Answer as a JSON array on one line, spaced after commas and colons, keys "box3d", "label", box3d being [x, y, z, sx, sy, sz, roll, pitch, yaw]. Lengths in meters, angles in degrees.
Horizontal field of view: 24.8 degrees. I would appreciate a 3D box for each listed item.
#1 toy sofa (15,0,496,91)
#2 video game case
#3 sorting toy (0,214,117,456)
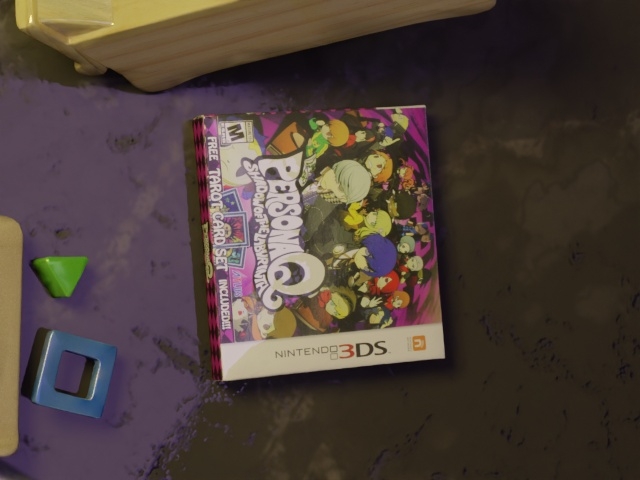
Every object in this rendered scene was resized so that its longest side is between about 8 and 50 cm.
[{"box3d": [-0.048, -0.241, 1.138, 0.363, 0.177, 0.150, -11, 74, 23], "label": "toy sofa"}, {"box3d": [0.000, 0.000, 1.282, 0.210, 0.042, 0.232, -4, 89, -19], "label": "video game case"}, {"box3d": [-0.328, 0.075, 1.144, 0.348, 0.047, 0.195, 2, 85, -33], "label": "sorting toy"}]
